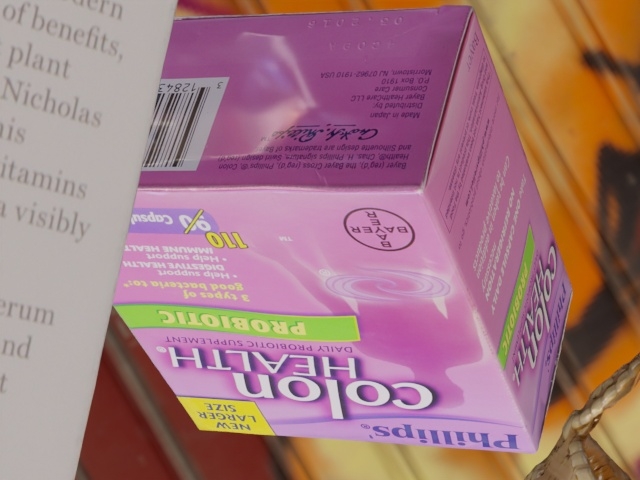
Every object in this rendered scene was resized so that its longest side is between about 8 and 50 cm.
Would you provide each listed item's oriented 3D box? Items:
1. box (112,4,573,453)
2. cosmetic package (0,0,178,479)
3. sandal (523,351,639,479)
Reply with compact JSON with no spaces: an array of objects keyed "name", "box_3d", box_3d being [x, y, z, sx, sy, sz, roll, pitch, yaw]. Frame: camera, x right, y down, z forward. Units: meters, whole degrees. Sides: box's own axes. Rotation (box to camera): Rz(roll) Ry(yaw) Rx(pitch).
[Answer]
[{"name":"box","box_3d":[0.000,0.000,0.942,0.243,0.213,0.117,62,-143,-49]},{"name":"cosmetic package","box_3d":[-0.195,-0.011,0.535,0.230,0.453,0.161,16,174,-41]},{"name":"sandal","box_3d":[0.092,0.113,0.579,0.088,0.079,0.240,-86,-2,-77]}]
